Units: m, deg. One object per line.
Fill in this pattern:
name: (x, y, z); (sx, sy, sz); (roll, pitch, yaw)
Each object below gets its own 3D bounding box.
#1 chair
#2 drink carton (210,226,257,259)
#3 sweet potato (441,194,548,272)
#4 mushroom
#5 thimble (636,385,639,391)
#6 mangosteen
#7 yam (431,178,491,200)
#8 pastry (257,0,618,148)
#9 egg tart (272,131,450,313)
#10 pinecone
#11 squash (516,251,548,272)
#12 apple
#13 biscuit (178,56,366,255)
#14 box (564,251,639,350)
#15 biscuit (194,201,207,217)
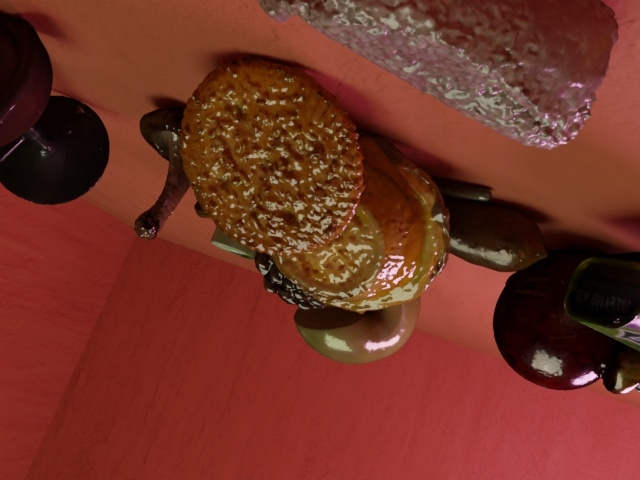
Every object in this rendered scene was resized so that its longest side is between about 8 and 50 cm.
chair: (-0.501, -0.211, 1.005); (0.226, 0.227, 0.401); (22, 168, -1)
drink carton: (-0.180, -0.040, 1.431); (0.144, 0.142, 0.146); (23, 171, -2)
sweet potato: (0.180, -0.022, 0.901); (0.291, 0.097, 0.097); (13, 168, 15)
mushroom: (-0.249, -0.095, 1.069); (0.148, 0.218, 0.227); (15, 168, 30)
thimble: (0.557, 0.173, 1.022); (0.198, 0.143, 0.235); (22, 168, -3)
mangosteen: (0.383, 0.132, 0.904); (0.257, 0.215, 0.215); (36, -179, 37)
yam: (0.182, -0.072, 0.864); (0.116, 0.021, 0.021); (13, 167, 33)
pastry: (0.081, -0.157, 0.426); (0.265, 0.103, 0.112); (20, 163, 0)
egg tart: (0.031, -0.012, 0.845); (0.288, 0.288, 0.118); (19, -153, 14)
pinecone: (0.000, 0.000, 1.076); (0.224, 0.224, 0.272); (22, -159, -1)
squash: (0.409, 0.061, 1.091); (0.093, 0.169, 0.252); (12, 133, 31)
apple: (0.076, 0.131, 1.396); (0.292, 0.292, 0.254); (24, 180, -15)
biscuit: (-0.066, -0.094, 0.760); (0.254, 0.254, 0.035); (19, -150, 16)
box: (0.478, 0.124, 0.767); (0.345, 0.097, 0.134); (25, 167, -16)
biscuit: (-0.157, -0.088, 1.155); (0.124, 0.175, 0.026); (10, 123, 45)
